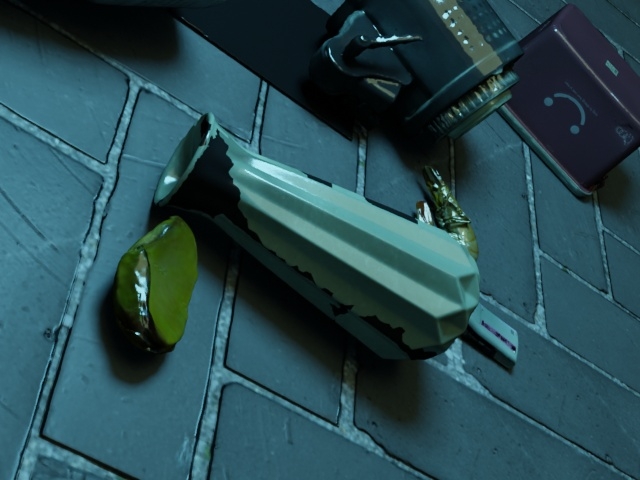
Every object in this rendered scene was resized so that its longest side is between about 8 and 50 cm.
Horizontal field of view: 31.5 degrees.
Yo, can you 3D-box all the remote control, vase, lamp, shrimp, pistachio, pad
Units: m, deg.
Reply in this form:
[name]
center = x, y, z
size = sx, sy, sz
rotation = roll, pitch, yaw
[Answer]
[remote control]
center = 0.194, 0.098, 1.457
size = 0.166, 0.029, 0.065
rotation = 36, 37, -18
[vase]
center = 0.000, 0.000, 1.245
size = 0.360, 0.165, 0.165
rotation = 30, 40, -18
[lamp]
center = 0.157, -0.280, 1.598
size = 0.272, 0.205, 0.374
rotation = 39, 53, -11
[shrimp]
center = 0.157, -0.029, 1.535
size = 0.095, 0.045, 0.162
rotation = -15, 73, -29
[pistachio]
center = -0.167, 0.041, 1.106
size = 0.089, 0.049, 0.173
rotation = 56, 27, -33
[pad]
center = -0.086, -0.310, 1.546
size = 0.367, 0.007, 0.248
rotation = 33, 38, -22

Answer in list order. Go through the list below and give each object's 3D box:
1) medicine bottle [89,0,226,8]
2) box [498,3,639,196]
[medicine bottle]
center = -0.230, -0.384, 1.253
size = 0.306, 0.245, 0.245
rotation = -7, 63, -40
[box]
center = 0.425, -0.242, 1.895
size = 0.294, 0.167, 0.193
rotation = 47, 34, -5
